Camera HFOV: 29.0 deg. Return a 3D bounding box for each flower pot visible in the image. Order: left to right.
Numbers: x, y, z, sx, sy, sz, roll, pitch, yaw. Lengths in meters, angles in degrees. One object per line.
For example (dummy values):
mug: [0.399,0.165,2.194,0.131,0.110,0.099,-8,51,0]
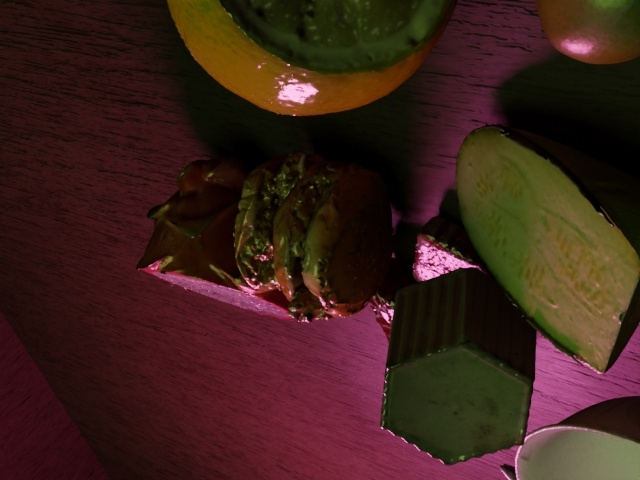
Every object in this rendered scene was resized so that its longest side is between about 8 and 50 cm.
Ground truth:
flower pot: [0.199,0.179,1.784,0.239,0.189,0.209,-19,119,22]

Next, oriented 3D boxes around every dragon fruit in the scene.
dragon fruit: [-0.148,-0.012,2.102,0.305,0.226,0.305,15,170,3]

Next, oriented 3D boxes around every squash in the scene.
squash: [0.279,-0.020,1.563,0.309,0.210,0.234,27,135,20]

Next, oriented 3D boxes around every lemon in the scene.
lemon: [-0.020,-0.310,1.441,0.364,0.364,0.364,31,149,21]

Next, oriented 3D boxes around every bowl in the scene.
bowl: [0.512,0.352,1.766,0.435,0.196,0.435,32,149,21]

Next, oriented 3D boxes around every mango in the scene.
mango: [0.302,-0.287,1.274,0.156,0.114,0.251,39,152,23]

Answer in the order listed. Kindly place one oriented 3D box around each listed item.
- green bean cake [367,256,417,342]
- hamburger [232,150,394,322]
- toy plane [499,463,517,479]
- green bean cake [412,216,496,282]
green bean cake: [0.192,0.134,1.982,0.232,0.097,0.198,16,140,41]
hamburger: [-0.004,0.002,1.899,0.211,0.260,0.245,14,157,36]
toy plane: [0.429,0.465,2.145,0.267,0.088,0.212,42,151,19]
green bean cake: [0.209,0.037,1.876,0.135,0.056,0.136,28,147,19]
